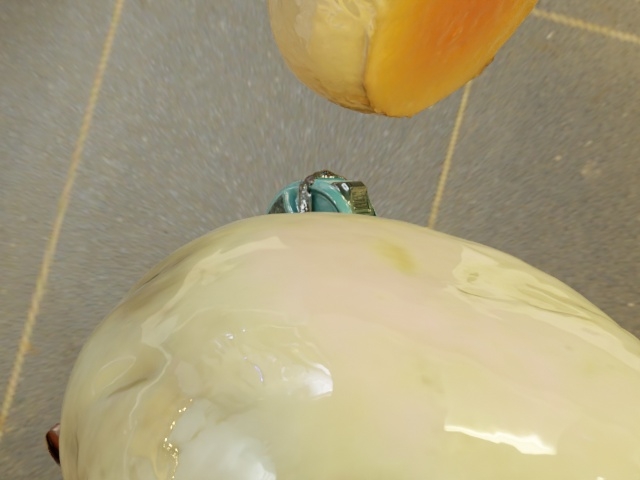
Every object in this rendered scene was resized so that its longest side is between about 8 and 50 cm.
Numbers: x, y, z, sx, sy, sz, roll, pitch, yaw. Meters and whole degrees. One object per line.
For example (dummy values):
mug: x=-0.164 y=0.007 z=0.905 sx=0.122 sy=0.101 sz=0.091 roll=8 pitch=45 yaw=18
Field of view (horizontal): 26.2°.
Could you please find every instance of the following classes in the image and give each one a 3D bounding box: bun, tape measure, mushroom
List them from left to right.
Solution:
tape measure: x=0.000 y=0.000 z=1.443 sx=0.125 sy=0.081 sz=0.146 roll=-12 pitch=86 yaw=39
bun: x=0.064 y=-0.243 z=1.041 sx=0.165 sy=0.299 sz=0.299 roll=39 pitch=87 yaw=21
mushroom: x=0.053 y=0.143 z=0.703 sx=0.353 sy=0.353 sz=0.325 roll=49 pitch=56 yaw=1

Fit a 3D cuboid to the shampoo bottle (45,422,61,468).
shampoo bottle: x=-0.203 y=0.176 z=1.594 sx=0.260 sy=0.064 sz=0.102 roll=-35 pitch=114 yaw=-39
